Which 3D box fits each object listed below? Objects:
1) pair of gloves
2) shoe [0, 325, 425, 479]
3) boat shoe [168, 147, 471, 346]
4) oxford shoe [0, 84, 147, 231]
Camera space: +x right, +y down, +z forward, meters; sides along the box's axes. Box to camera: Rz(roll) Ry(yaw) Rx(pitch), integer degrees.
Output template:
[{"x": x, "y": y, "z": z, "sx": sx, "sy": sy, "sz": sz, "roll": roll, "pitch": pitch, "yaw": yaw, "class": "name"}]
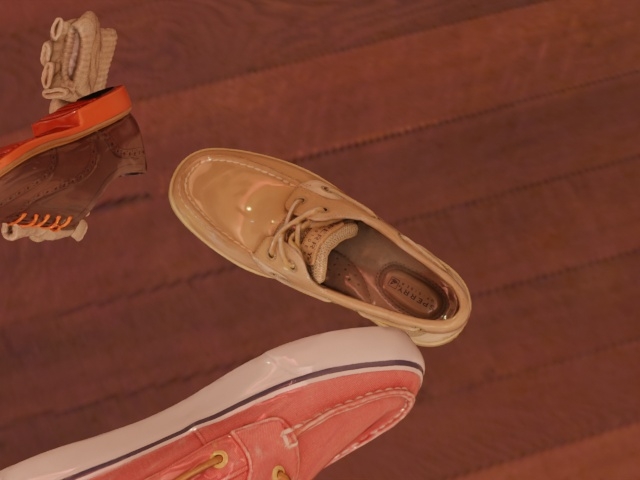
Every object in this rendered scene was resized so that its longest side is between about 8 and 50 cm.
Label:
[{"x": -0.253, "y": -0.113, "z": 1.716, "sx": 0.042, "sy": 0.204, "sz": 0.240, "roll": 13, "pitch": 91, "yaw": 7, "class": "pair of gloves"}, {"x": -0.032, "y": 0.098, "z": 0.602, "sx": 0.178, "sy": 0.081, "sz": 0.063, "roll": -21, "pitch": 148, "yaw": -13, "class": "shoe"}, {"x": 0.000, "y": 0.000, "z": 1.522, "sx": 0.302, "sy": 0.098, "sz": 0.109, "roll": 29, "pitch": 85, "yaw": 5, "class": "boat shoe"}, {"x": -0.255, "y": -0.045, "z": 1.509, "sx": 0.271, "sy": 0.097, "sz": 0.098, "roll": -35, "pitch": 108, "yaw": -37, "class": "oxford shoe"}]
